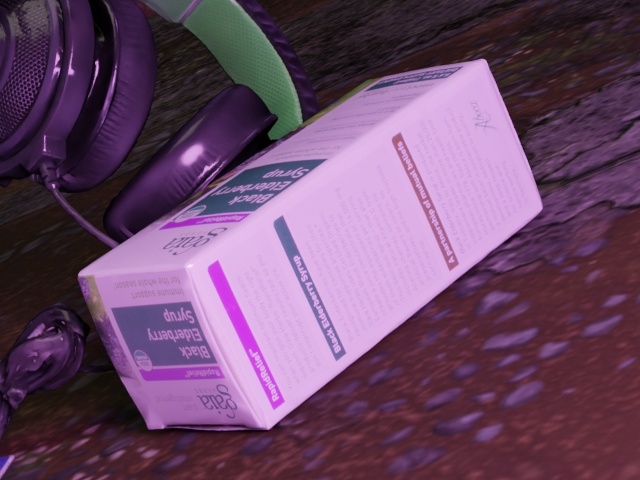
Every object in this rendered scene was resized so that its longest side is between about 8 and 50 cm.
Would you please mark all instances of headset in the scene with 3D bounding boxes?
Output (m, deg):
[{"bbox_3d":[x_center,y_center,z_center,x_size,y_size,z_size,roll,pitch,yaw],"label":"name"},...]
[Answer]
[{"bbox_3d":[-0.130,-0.044,1.175,0.185,0.243,0.394,-44,22,31],"label":"headset"}]

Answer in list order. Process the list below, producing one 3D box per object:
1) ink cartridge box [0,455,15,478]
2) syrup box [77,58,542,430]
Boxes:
[{"bbox_3d":[-0.308,0.171,0.877,0.333,0.065,0.165,-7,19,13],"label":"ink cartridge box"},{"bbox_3d":[0.000,0.000,1.008,0.093,0.096,0.237,-7,22,49],"label":"syrup box"}]
